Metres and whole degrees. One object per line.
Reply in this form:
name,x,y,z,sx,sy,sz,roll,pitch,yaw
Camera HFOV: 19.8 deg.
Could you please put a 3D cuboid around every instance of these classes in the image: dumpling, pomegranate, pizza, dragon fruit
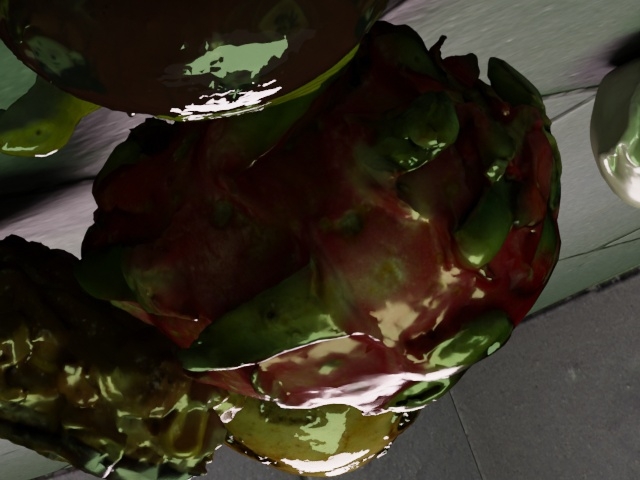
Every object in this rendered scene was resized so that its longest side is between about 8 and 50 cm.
dumpling,0.303,-0.102,1.545,0.132,0.162,0.250,16,177,28
pomegranate,-0.011,0.100,1.715,0.260,0.260,0.260,-20,171,-3
pizza,-0.182,0.070,1.237,0.278,0.114,0.409,26,-172,39
dragon fruit,-0.002,-0.014,1.092,0.303,0.237,0.231,-14,156,37

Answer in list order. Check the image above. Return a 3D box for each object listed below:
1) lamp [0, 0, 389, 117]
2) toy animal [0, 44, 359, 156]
lamp,-0.049,-0.119,0.662,0.156,0.135,0.157,7,-151,18
toy animal,-0.115,-0.086,0.813,0.219,0.095,0.155,-8,-177,43
